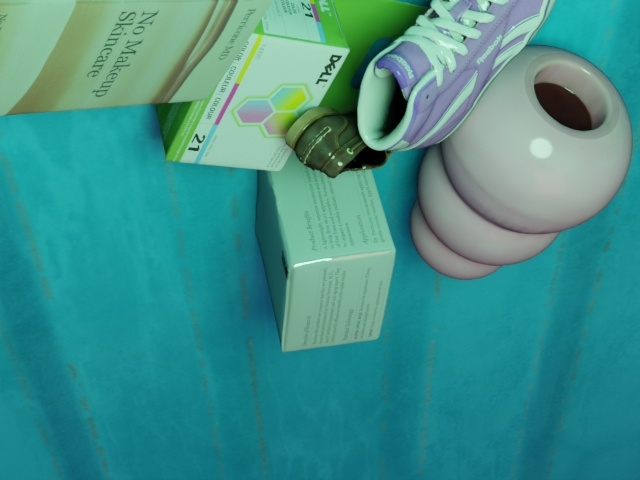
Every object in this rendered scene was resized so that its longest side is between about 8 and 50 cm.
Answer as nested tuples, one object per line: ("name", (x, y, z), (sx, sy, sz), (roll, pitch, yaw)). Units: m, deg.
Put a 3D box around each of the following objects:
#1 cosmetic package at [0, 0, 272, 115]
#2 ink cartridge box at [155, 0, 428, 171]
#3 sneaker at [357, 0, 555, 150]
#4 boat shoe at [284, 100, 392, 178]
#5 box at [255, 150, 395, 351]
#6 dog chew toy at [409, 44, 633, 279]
("cosmetic package", (-0.210, -0.200, 1.157), (0.296, 0.129, 0.153), (-11, 151, -40))
("ink cartridge box", (-0.017, -0.162, 1.385), (0.255, 0.097, 0.189), (5, 140, -26))
("sneaker", (0.130, -0.198, 1.293), (0.161, 0.102, 0.282), (-19, 141, -58))
("boat shoe", (0.038, -0.100, 1.410), (0.073, 0.073, 0.207), (-57, 164, 26))
("box", (0.000, 0.000, 1.542), (0.119, 0.181, 0.182), (-7, 145, -10))
("dog chew toy", (0.201, -0.066, 1.521), (0.206, 0.206, 0.332), (2, 150, -22))
